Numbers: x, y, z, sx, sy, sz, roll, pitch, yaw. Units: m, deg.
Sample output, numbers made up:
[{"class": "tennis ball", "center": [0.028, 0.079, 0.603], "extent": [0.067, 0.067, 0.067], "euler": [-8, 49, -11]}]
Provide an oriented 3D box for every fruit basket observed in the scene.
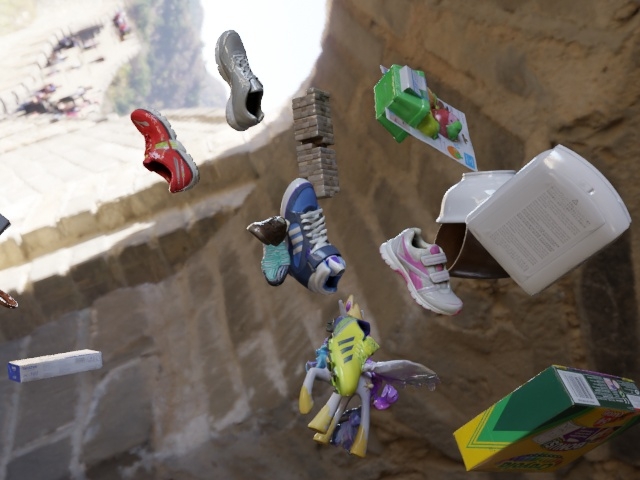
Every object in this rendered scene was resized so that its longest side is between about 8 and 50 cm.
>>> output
[{"class": "fruit basket", "center": [0.344, -0.397, 2.257], "extent": [0.165, 0.353, 0.327], "euler": [-55, -158, 38]}]

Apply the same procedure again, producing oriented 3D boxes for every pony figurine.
[{"class": "pony figurine", "center": [0.100, 0.367, 1.889], "extent": [0.303, 0.363, 0.351], "euler": [-3, -34, 41]}]

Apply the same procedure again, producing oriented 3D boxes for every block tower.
[{"class": "block tower", "center": [-0.016, -0.295, 2.243], "extent": [0.091, 0.097, 0.335], "euler": [2, 82, -56]}]

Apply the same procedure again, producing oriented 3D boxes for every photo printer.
[{"class": "photo printer", "center": [0.519, -0.049, 1.639], "extent": [0.256, 0.107, 0.307], "euler": [48, -51, 5]}]

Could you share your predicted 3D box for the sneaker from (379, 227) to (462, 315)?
[{"class": "sneaker", "center": [0.256, 0.070, 1.727], "extent": [0.252, 0.103, 0.111], "euler": [49, -57, 18]}]

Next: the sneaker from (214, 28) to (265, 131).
[{"class": "sneaker", "center": [-0.193, -0.419, 1.869], "extent": [0.121, 0.099, 0.262], "euler": [1, -75, 50]}]

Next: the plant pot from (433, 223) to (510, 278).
[{"class": "plant pot", "center": [0.502, 0.037, 2.263], "extent": [0.215, 0.230, 0.215], "euler": [-162, -90, -75]}]

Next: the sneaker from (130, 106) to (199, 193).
[{"class": "sneaker", "center": [-0.447, -0.249, 1.979], "extent": [0.279, 0.118, 0.107], "euler": [51, -31, 9]}]

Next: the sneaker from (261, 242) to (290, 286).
[{"class": "sneaker", "center": [-0.127, 0.057, 2.085], "extent": [0.098, 0.083, 0.224], "euler": [86, -1, -49]}]

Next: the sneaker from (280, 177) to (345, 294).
[{"class": "sneaker", "center": [0.000, 0.000, 2.098], "extent": [0.236, 0.130, 0.323], "euler": [27, -59, 40]}]

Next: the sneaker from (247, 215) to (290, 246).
[{"class": "sneaker", "center": [-0.119, -0.032, 1.706], "extent": [0.066, 0.071, 0.188], "euler": [38, 3, 8]}]

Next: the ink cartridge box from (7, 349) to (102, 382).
[{"class": "ink cartridge box", "center": [-0.671, 0.317, 1.829], "extent": [0.097, 0.207, 0.046], "euler": [-4, -90, 49]}]

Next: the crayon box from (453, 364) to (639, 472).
[{"class": "crayon box", "center": [0.546, 0.432, 1.690], "extent": [0.363, 0.313, 0.106], "euler": [16, 40, -38]}]

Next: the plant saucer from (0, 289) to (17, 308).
[{"class": "plant saucer", "center": [-0.729, 0.129, 1.642], "extent": [0.083, 0.013, 0.083], "euler": [38, -5, 4]}]

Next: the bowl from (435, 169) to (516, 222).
[{"class": "bowl", "center": [0.457, -0.118, 1.946], "extent": [0.298, 0.298, 0.134], "euler": [-171, -102, -83]}]

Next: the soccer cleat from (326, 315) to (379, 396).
[{"class": "soccer cleat", "center": [0.073, 0.247, 1.600], "extent": [0.289, 0.121, 0.093], "euler": [-90, 178, -71]}]

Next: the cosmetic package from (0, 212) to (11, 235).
[{"class": "cosmetic package", "center": [-0.599, -0.052, 1.052], "extent": [0.238, 0.127, 0.107], "euler": [49, 30, -22]}]
